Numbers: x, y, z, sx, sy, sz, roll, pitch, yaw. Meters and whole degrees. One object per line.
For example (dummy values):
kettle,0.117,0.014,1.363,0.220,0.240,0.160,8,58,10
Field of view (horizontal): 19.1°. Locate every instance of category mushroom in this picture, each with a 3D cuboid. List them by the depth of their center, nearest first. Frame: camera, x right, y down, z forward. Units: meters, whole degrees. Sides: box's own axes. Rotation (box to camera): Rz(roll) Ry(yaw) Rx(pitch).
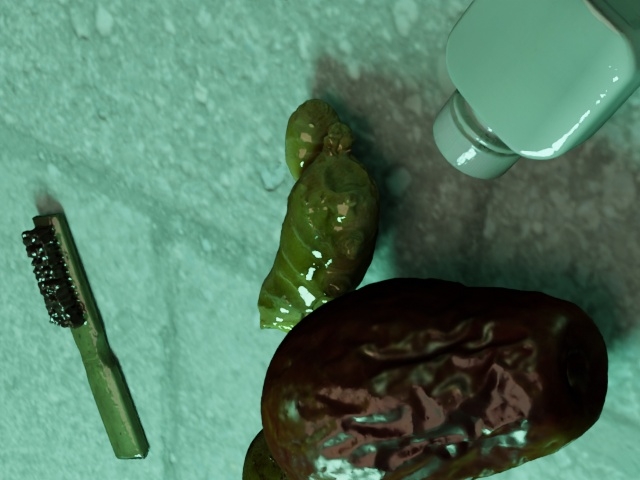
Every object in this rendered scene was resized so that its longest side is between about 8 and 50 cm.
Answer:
mushroom,-0.019,0.207,1.623,0.127,0.087,0.127,17,110,58

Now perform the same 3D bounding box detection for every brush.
brush,-0.222,0.095,1.775,0.043,0.036,0.248,-4,108,49

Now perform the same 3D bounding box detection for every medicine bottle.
medicine bottle,0.147,-0.119,1.289,0.119,0.069,0.183,49,135,11

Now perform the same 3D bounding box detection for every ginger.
ginger,0.007,0.000,1.474,0.115,0.081,0.205,26,125,35

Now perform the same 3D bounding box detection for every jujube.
jujube,0.083,0.111,1.393,0.255,0.190,0.190,-7,106,34
